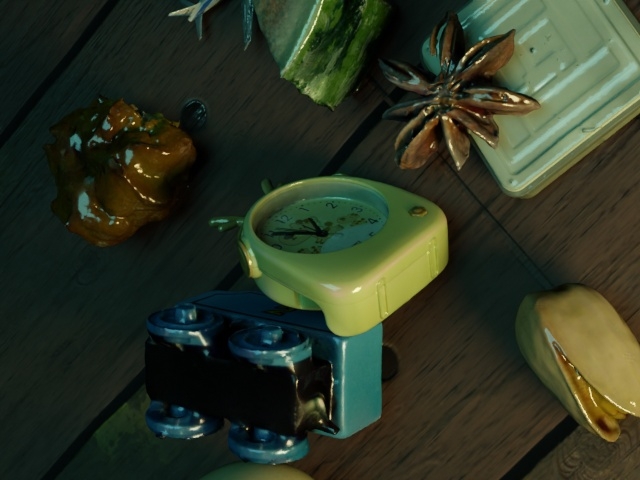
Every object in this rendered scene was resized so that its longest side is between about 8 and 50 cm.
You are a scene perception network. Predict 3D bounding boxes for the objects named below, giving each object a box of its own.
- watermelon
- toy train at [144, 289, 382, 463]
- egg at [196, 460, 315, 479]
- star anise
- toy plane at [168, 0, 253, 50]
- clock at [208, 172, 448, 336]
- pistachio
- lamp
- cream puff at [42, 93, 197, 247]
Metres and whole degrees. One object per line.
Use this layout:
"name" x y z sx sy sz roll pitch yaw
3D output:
"watermelon" -0.006 -0.344 1.883 0.151 0.264 0.302 -31 77 18
"toy train" -0.075 0.173 1.882 0.300 0.265 0.188 9 106 32
"egg" -0.096 0.407 1.898 0.269 0.219 0.219 -19 75 34
"star anise" 0.165 -0.187 1.823 0.229 0.093 0.236 37 108 24
"toy plane" -0.129 -0.396 2.096 0.226 0.058 0.226 -36 64 20
"clock" 0.000 0.000 1.888 0.308 0.235 0.096 23 134 36
"pistachio" 0.323 0.145 1.719 0.129 0.131 0.206 -44 69 29
"lamp" 0.287 -0.229 1.827 0.266 0.047 0.269 -39 66 22
"cream puff" -0.304 -0.111 2.126 0.269 0.155 0.241 -20 69 35
